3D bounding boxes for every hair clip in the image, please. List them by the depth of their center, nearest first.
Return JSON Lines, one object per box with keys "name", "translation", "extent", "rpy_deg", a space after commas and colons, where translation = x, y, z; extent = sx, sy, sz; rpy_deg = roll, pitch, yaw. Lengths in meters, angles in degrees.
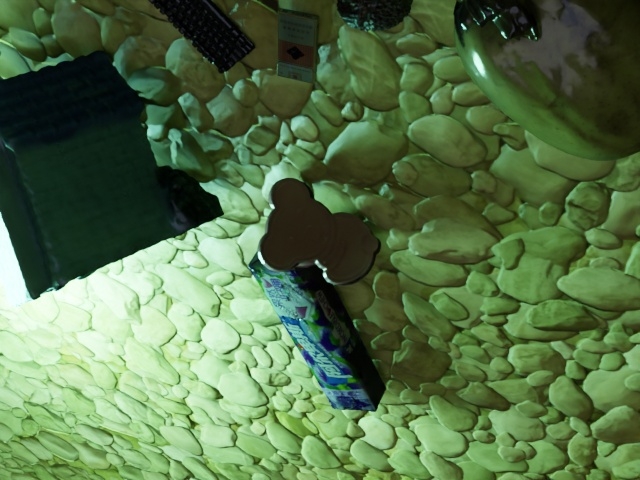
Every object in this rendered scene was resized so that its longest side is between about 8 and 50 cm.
{"name": "hair clip", "translation": [-0.002, -0.003, 1.128], "extent": [0.138, 0.123, 0.102], "rpy_deg": [14, 166, 20]}

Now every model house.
{"name": "model house", "translation": [-0.337, -0.109, 1.127], "extent": [0.295, 0.251, 0.329], "rpy_deg": [-12, 106, 63]}

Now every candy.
{"name": "candy", "translation": [0.002, 0.131, 1.293], "extent": [0.088, 0.061, 0.312], "rpy_deg": [-4, 131, 32]}

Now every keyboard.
{"name": "keyboard", "translation": [-0.159, -0.268, 0.997], "extent": [0.195, 0.018, 0.060], "rpy_deg": [44, 133, -20]}

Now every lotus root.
{"name": "lotus root", "translation": [0.253, -0.157, 0.798], "extent": [0.310, 0.183, 0.183], "rpy_deg": [37, 137, -14]}

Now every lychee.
{"name": "lychee", "translation": [0.050, -0.240, 0.886], "extent": [0.083, 0.068, 0.067], "rpy_deg": [13, 98, -11]}

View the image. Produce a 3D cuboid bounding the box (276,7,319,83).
{"name": "box", "translation": [-0.026, -0.213, 0.991], "extent": [0.046, 0.012, 0.083], "rpy_deg": [14, 136, 10]}
